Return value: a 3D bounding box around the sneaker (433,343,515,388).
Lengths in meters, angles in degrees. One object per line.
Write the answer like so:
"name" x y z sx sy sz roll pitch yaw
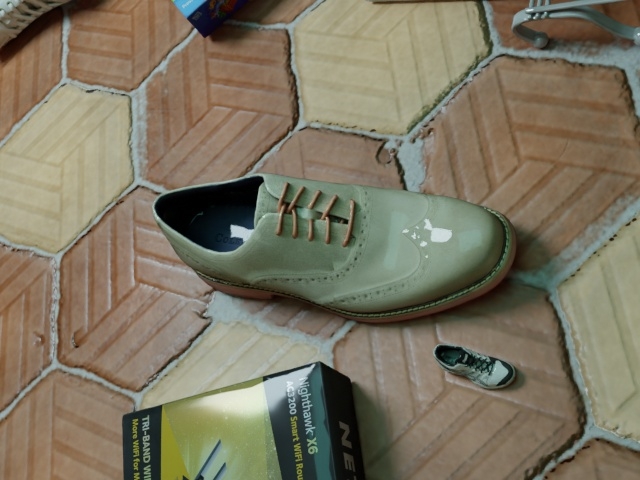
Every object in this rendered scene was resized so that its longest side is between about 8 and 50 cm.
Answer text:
"sneaker" 0.148 0.123 0.865 0.083 0.037 0.031 10 72 29

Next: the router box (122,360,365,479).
"router box" -0.073 0.300 0.873 0.243 0.081 0.308 -19 61 19

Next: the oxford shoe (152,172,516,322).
"oxford shoe" 0.000 0.000 0.928 0.397 0.146 0.140 -2 67 26

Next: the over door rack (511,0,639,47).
"over door rack" 0.360 -0.332 0.890 0.324 0.108 0.239 -4 71 48

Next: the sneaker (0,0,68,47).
"sneaker" -0.479 -0.349 1.367 0.290 0.106 0.123 -6 75 33

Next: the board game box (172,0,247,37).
"board game box" -0.105 -0.479 1.187 0.347 0.078 0.233 -41 76 4
